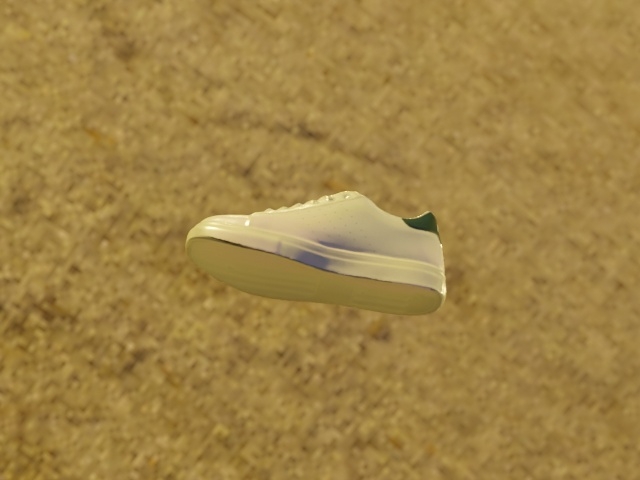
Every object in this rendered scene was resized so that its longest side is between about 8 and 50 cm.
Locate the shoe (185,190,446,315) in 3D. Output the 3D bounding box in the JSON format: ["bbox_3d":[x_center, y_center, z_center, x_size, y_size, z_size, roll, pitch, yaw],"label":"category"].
[{"bbox_3d":[0.000,0.000,1.705,0.265,0.095,0.110,14,60,-9],"label":"shoe"}]
